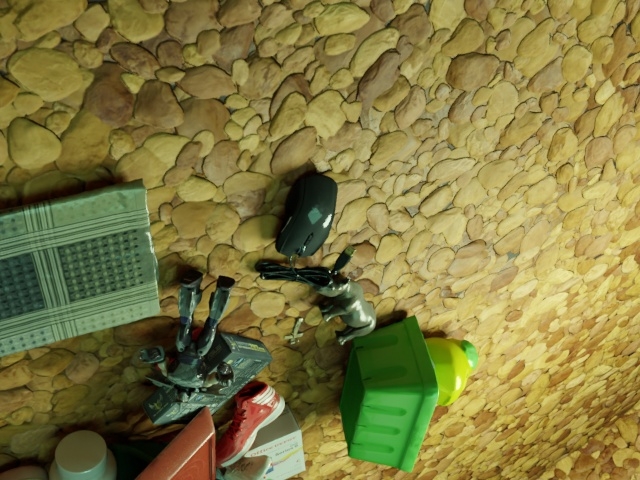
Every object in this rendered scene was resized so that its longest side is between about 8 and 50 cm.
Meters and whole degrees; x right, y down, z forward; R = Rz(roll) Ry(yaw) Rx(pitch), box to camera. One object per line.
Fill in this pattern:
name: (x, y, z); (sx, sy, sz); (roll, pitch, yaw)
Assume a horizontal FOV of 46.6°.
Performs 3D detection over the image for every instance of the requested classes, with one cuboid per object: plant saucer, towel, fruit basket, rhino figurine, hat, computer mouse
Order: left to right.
towel: (-0.430, 0.047, 1.231); (0.324, 0.056, 0.312); (-13, 133, -20)
hat: (-0.371, 0.464, 1.701); (0.208, 0.184, 0.173); (19, 130, 7)
plant saucer: (-0.304, 0.518, 1.576); (0.259, 0.047, 0.259); (-45, 153, -41)
computer mouse: (0.000, 0.000, 1.433); (0.184, 0.060, 0.262); (11, 125, -25)
rhino figurine: (0.049, 0.136, 1.622); (0.106, 0.073, 0.243); (-29, 133, 1)
fruit basket: (0.247, 0.373, 1.874); (0.391, 0.283, 0.392); (-6, 134, -6)

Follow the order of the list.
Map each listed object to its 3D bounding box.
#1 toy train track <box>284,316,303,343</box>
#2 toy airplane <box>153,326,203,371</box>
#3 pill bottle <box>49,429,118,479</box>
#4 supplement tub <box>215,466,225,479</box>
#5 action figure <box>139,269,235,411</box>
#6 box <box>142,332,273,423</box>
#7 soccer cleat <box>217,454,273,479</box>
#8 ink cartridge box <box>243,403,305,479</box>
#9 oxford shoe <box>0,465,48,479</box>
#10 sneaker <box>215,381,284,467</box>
toy train track: (-0.054, 0.206, 1.667); (0.048, 0.014, 0.083); (-6, 133, -30)
toy airplane: (-0.285, 0.240, 1.531); (0.151, 0.028, 0.151); (-19, 140, -17)
pill bottle: (-0.499, 0.514, 1.575); (0.136, 0.136, 0.246); (-13, 136, -24)
supplement tub: (-0.292, 0.586, 1.816); (0.106, 0.106, 0.198); (-40, 140, 7)
action figure: (-0.245, 0.201, 1.413); (0.185, 0.099, 0.285); (11, 106, -10)
box: (-0.234, 0.296, 1.569); (0.232, 0.059, 0.183); (-43, 155, 10)
soccer cleat: (-0.181, 0.537, 1.743); (0.076, 0.068, 0.196); (40, 139, -10)
ink cartridge box: (-0.128, 0.526, 1.879); (0.154, 0.093, 0.212); (-19, 136, -16)
oxford shoe: (-0.725, 0.616, 1.510); (0.397, 0.147, 0.140); (-34, 143, 5)
sneaker: (-0.194, 0.415, 1.729); (0.221, 0.087, 0.128); (-48, 133, -17)
